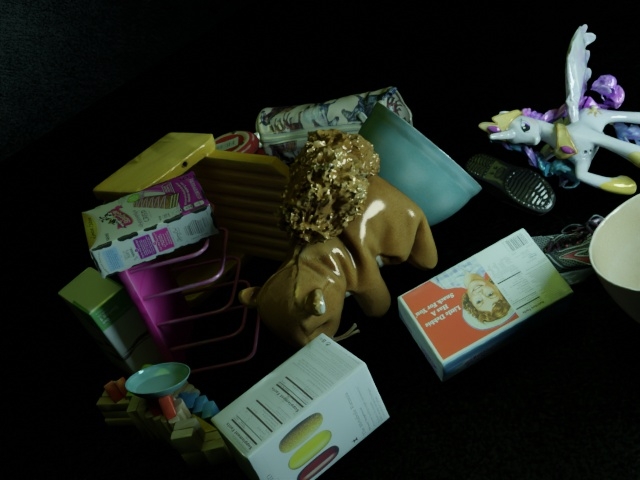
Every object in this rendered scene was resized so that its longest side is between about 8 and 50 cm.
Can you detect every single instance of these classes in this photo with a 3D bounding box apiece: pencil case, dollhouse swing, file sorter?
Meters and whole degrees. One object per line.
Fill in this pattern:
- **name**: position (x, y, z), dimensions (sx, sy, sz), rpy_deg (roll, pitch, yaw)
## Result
- **pencil case**: position (0.027, -0.299, 2.206), dimensions (0.410, 0.160, 0.183), rpy_deg (-6, 5, 24)
- **dollhouse swing**: position (-0.234, -0.012, 1.797), dimensions (0.305, 0.347, 0.315), rpy_deg (24, 54, 36)
- **file sorter**: position (-0.251, 0.098, 1.685), dimensions (0.182, 0.291, 0.202), rpy_deg (-14, 33, 9)

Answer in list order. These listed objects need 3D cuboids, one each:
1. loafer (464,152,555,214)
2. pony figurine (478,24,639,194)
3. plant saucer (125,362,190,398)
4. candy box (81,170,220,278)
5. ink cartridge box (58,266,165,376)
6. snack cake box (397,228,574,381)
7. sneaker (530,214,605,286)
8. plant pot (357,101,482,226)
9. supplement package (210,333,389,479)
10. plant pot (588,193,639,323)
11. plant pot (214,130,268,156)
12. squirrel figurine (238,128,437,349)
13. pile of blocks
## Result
- **loafer**: position (0.410, -0.116, 1.784), dimensions (0.080, 0.078, 0.220), rpy_deg (-47, 54, -7)
- **pony figurine**: position (0.545, -0.240, 1.720), dimensions (0.363, 0.303, 0.351), rpy_deg (22, 41, 21)
- **plant saucer**: position (-0.294, 0.258, 1.520), dimensions (0.119, 0.021, 0.119), rpy_deg (-8, 17, 2)
- **candy box**: position (-0.325, -0.034, 1.585), dimensions (0.233, 0.071, 0.159), rpy_deg (-23, 34, -9)
- **ink cartridge box**: position (-0.422, 0.179, 1.737), dimensions (0.092, 0.219, 0.160), rpy_deg (-42, 36, -23)
- **snack cake box**: position (0.286, 0.112, 1.461), dimensions (0.264, 0.089, 0.152), rpy_deg (-28, 62, -7)
- **sneaker**: position (0.486, 0.008, 1.519), dimensions (0.299, 0.112, 0.121), rpy_deg (-3, 38, 30)
- **plant pot**: position (0.171, -0.130, 1.801), dimensions (0.196, 0.293, 0.293), rpy_deg (-50, 33, 6)
- **supplement package**: position (-0.032, 0.297, 1.391), dimensions (0.244, 0.139, 0.134), rpy_deg (-36, 33, -18)
- **plant pot**: position (0.586, 0.056, 1.296), dimensions (0.284, 0.191, 0.284), rpy_deg (-24, 27, 13)
- **plant pot**: position (-0.216, -0.176, 2.176), dimensions (0.191, 0.174, 0.191), rpy_deg (-16, 35, 11)
- **squirrel figurine**: position (0.000, 0.000, 1.569), dimensions (0.281, 0.397, 0.370), rpy_deg (11, 39, 34)
- **pile of blocks**: position (-0.290, 0.303, 1.568), dimensions (0.362, 0.113, 0.149), rpy_deg (12, 46, 42)
